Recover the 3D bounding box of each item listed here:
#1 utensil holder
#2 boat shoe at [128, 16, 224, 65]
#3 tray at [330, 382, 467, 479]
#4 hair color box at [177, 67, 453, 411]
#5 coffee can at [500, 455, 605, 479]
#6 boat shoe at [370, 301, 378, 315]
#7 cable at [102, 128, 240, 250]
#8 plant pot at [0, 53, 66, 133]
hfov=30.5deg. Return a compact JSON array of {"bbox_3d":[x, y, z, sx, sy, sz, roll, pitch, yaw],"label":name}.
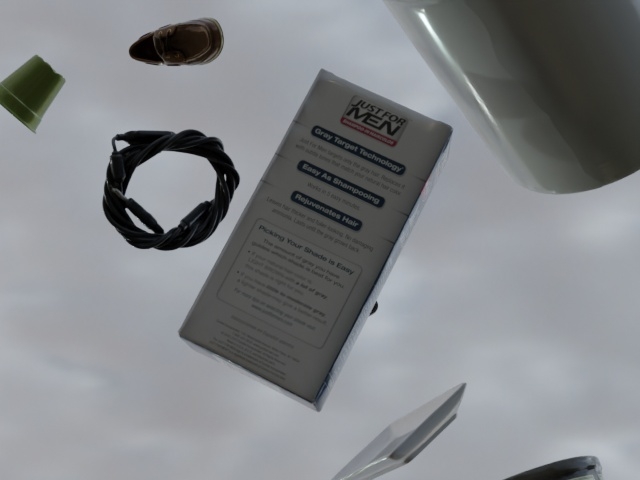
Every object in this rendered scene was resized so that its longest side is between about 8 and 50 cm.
[{"bbox_3d":[0.278,-0.296,1.494,0.327,0.328,0.385,-23,-51,25],"label":"utensil holder"},{"bbox_3d":[-0.203,-0.272,1.646,0.178,0.060,0.064,0,-76,48],"label":"boat shoe"},{"bbox_3d":[0.099,0.266,1.528,0.030,0.145,0.270,50,-26,4],"label":"tray"},{"bbox_3d":[0.000,0.000,1.337,0.174,0.347,0.105,26,-11,10],"label":"hair color box"},{"bbox_3d":[0.267,0.404,1.295,0.201,0.275,0.201,-17,-24,-8],"label":"coffee can"},{"bbox_3d":[0.040,0.102,1.815,0.125,0.046,0.038,6,-5,-30],"label":"boat shoe"},{"bbox_3d":[-0.179,-0.063,1.463,0.184,0.151,0.047,0,-5,-34],"label":"cable"},{"bbox_3d":[-0.370,-0.193,1.502,0.079,0.083,0.083,-49,-57,-5],"label":"plant pot"}]
